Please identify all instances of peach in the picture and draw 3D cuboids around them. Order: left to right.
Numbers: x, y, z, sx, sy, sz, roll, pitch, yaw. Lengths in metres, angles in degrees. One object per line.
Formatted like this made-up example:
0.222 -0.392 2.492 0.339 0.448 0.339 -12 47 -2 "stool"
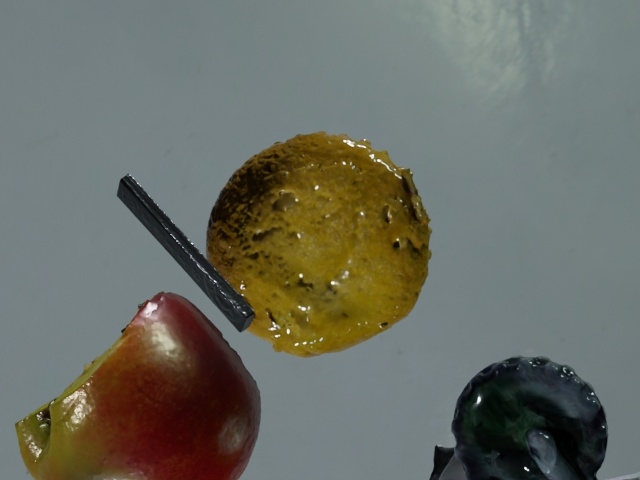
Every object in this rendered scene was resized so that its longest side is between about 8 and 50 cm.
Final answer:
-0.103 0.113 0.792 0.118 0.151 0.151 38 74 8 "peach"

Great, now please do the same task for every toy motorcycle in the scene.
0.123 0.244 0.878 0.188 0.143 0.327 28 103 4 "toy motorcycle"

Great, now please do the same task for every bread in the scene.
-0.002 0.002 1.363 0.239 0.139 0.240 0 101 1 "bread"

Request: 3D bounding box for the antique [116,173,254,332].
-0.131 0.010 1.252 0.015 0.031 0.192 -34 70 -29 "antique"
